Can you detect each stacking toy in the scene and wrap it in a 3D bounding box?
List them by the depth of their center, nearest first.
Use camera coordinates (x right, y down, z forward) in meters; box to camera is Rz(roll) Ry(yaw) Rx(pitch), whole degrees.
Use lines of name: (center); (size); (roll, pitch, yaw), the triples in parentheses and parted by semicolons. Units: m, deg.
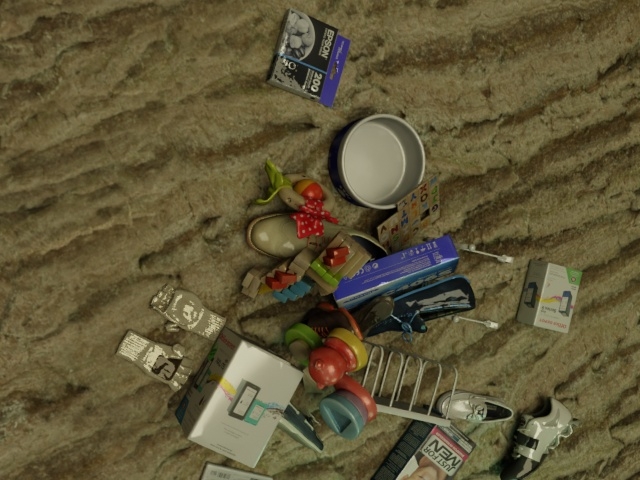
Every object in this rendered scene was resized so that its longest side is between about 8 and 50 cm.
stacking toy: (-0.005, 0.369, 1.676); (0.130, 0.279, 0.309); (-36, 123, -37)

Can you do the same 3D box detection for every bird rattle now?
bird rattle: (-0.043, -0.119, 1.685); (0.207, 0.253, 0.143); (-28, 139, -53)

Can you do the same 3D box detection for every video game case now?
video game case: (-0.253, 0.719, 1.770); (0.201, 0.023, 0.183); (22, 85, -24)

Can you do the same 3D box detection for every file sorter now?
file sorter: (0.228, 0.406, 1.857); (0.278, 0.193, 0.173); (19, 84, -23)

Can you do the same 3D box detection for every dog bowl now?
dog bowl: (0.159, -0.221, 1.824); (0.265, 0.104, 0.264); (-2, 94, -22)

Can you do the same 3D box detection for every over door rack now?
over door rack: (0.451, 0.133, 1.972); (0.324, 0.108, 0.239); (13, 90, -23)

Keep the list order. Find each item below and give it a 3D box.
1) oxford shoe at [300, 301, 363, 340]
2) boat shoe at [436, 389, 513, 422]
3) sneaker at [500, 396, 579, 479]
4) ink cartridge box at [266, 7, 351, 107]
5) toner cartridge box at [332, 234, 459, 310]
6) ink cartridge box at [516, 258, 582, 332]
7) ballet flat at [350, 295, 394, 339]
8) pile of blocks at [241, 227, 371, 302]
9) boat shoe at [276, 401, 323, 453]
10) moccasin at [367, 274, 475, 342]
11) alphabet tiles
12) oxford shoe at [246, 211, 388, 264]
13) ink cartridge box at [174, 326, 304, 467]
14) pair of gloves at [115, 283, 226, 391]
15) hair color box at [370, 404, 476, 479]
oxford shoe: (0.028, 0.236, 1.713); (0.098, 0.271, 0.097); (-30, 101, -17)
boat shoe: (0.491, 0.527, 2.030); (0.258, 0.084, 0.095); (4, 93, -22)
sneaker: (0.684, 0.650, 2.117); (0.330, 0.122, 0.146); (-41, 90, -14)
ink cartridge box: (-0.023, -0.495, 1.760); (0.208, 0.045, 0.206); (16, 87, -24)
toner cartridge box: (0.200, 0.095, 1.770); (0.348, 0.165, 0.075); (-20, 71, 1)
ink cartridge box: (0.749, 0.184, 2.108); (0.154, 0.093, 0.212); (15, 90, -24)
ballet flat: (0.114, 0.226, 1.807); (0.084, 0.058, 0.250); (36, 123, -16)
pile of blocks: (-0.050, 0.098, 1.644); (0.362, 0.112, 0.149); (-22, 99, 22)
boat shoe: (-0.058, 0.511, 1.783); (0.254, 0.095, 0.079); (48, 59, -36)
moccasin: (0.275, 0.209, 1.828); (0.342, 0.138, 0.116); (-26, 68, 11)
alphabet tiles: (0.257, -0.066, 1.864); (0.237, 0.009, 0.198); (-37, 145, -16)
oxford shoe: (0.000, 0.000, 1.751); (0.397, 0.146, 0.140); (6, 92, -23)
ink cartridge box: (-0.212, 0.397, 1.667); (0.197, 0.198, 0.270); (32, 81, -21)
pair of gloves: (-0.382, 0.248, 1.669); (0.204, 0.042, 0.240); (40, 78, -20)
hair color box: (0.297, 0.695, 1.948); (0.174, 0.105, 0.347); (43, 80, -19)
